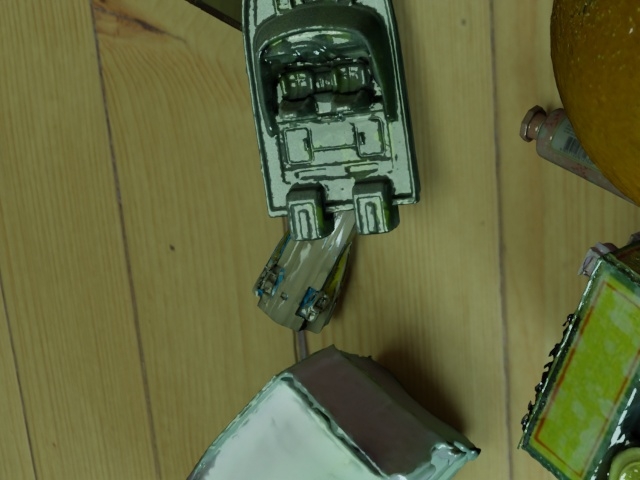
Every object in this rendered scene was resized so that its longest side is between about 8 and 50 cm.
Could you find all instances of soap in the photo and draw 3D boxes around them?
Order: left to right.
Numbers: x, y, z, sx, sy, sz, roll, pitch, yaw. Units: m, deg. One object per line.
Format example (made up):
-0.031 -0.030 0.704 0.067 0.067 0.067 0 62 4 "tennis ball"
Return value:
-0.028 0.271 1.357 0.156 0.261 0.446 50 135 16 "soap"

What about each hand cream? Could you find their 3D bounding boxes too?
0.253 -0.056 1.105 0.209 0.067 0.043 29 167 30 "hand cream"

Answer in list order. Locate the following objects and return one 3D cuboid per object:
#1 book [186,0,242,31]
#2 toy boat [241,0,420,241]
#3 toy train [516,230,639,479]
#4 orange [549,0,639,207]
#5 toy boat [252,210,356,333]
-0.101 -0.324 1.284 0.161 0.026 0.231 35 131 42 "book"
0.002 -0.162 1.234 0.141 0.092 0.320 -6 100 17 "toy boat"
0.277 0.118 1.109 0.177 0.134 0.261 40 131 32 "toy train"
0.278 -0.139 0.890 0.274 0.274 0.274 19 121 35 "orange"
0.000 0.000 1.350 0.084 0.066 0.210 32 117 11 "toy boat"
